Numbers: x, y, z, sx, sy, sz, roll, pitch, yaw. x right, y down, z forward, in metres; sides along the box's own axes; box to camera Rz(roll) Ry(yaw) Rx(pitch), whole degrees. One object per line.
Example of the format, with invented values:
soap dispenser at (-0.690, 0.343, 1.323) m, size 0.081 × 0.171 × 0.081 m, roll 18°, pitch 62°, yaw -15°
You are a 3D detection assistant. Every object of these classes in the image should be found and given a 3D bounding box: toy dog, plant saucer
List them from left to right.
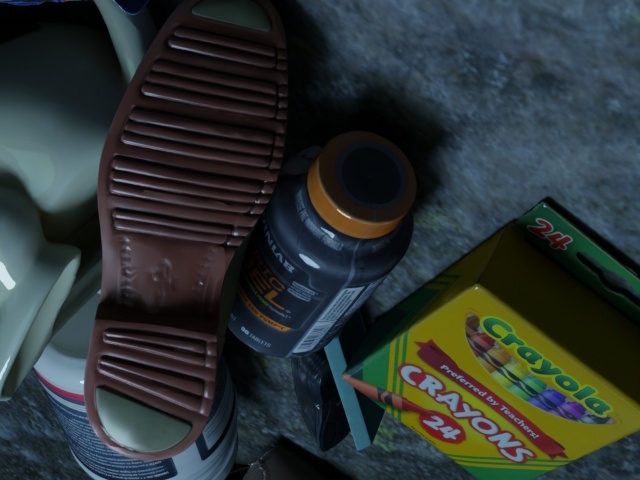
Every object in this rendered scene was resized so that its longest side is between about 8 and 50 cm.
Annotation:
toy dog at (-0.359, -0.111, 1.392) m, size 0.408 × 0.284 × 0.395 m, roll 29°, pitch 132°, yaw 6°
plant saucer at (0.037, 0.131, 1.576) m, size 0.018 × 0.067 × 0.192 m, roll 7°, pitch 141°, yaw 22°

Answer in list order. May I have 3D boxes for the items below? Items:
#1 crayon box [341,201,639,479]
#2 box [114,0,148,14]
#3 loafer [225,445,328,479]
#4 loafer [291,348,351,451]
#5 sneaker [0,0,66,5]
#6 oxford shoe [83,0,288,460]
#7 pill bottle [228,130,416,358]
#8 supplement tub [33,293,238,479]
crayon box at (0.177, 0.106, 1.414) m, size 0.202 × 0.081 × 0.318 m, roll 37°, pitch 147°, yaw -7°
box at (-0.168, -0.285, 1.123) m, size 0.225 × 0.136 × 0.036 m, roll 45°, pitch 158°, yaw -21°
loafer at (-0.099, 0.337, 1.935) m, size 0.366 × 0.134 × 0.130 m, roll -37°, pitch 81°, yaw 46°
loafer at (0.002, 0.159, 1.661) m, size 0.061 × 0.062 × 0.170 m, roll 40°, pitch 151°, yaw 30°
sneaker at (-0.198, -0.217, 1.198) m, size 0.087 × 0.221 × 0.083 m, roll -16°, pitch 84°, yaw 38°
oxford shoe at (-0.119, -0.024, 1.323) m, size 0.140 × 0.397 × 0.146 m, roll 16°, pitch -168°, yaw -4°
pill bottle at (0.000, 0.000, 1.373) m, size 0.130 × 0.130 × 0.245 m, roll 33°, pitch 147°, yaw -2°
supplement tub at (-0.193, 0.147, 1.671) m, size 0.191 × 0.191 × 0.272 m, roll 16°, pitch 144°, yaw 23°
